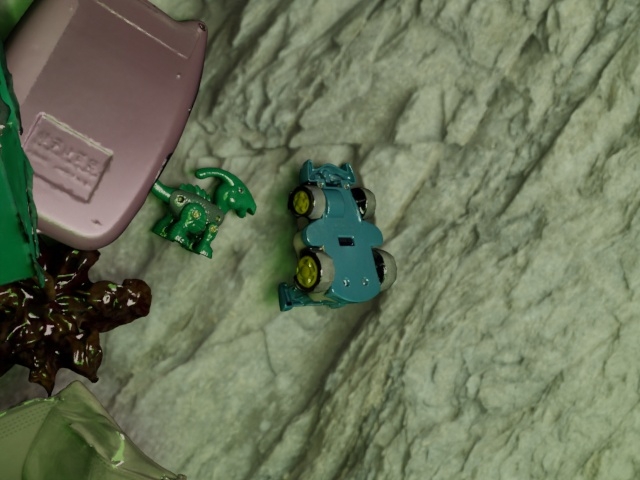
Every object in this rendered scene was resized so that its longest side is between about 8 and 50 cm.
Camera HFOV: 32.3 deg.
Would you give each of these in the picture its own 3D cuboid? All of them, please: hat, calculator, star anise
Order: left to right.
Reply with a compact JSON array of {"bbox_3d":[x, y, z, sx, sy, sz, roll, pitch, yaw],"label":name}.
[{"bbox_3d":[-0.277,0.061,1.085,0.220,0.126,0.190,-42,98,-24],"label":"star anise"},{"bbox_3d":[-0.267,0.259,1.092,0.244,0.149,0.214,-34,151,-16],"label":"hat"},{"bbox_3d":[-0.225,-0.133,1.076,0.194,0.043,0.294,31,69,-24],"label":"calculator"}]

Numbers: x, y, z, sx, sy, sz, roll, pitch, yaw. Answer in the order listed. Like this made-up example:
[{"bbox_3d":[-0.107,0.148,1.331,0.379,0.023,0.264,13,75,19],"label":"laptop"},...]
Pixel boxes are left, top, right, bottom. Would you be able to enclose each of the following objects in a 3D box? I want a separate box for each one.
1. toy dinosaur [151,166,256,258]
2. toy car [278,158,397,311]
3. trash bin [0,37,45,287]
[{"bbox_3d":[-0.132,-0.039,1.176,0.132,0.059,0.096,32,80,-32],"label":"toy dinosaur"},{"bbox_3d":[0.000,0.000,1.224,0.126,0.098,0.161,-1,72,-47],"label":"toy car"},{"bbox_3d":[-0.428,-0.063,0.867,0.381,0.295,0.259,-10,145,-12],"label":"trash bin"}]
